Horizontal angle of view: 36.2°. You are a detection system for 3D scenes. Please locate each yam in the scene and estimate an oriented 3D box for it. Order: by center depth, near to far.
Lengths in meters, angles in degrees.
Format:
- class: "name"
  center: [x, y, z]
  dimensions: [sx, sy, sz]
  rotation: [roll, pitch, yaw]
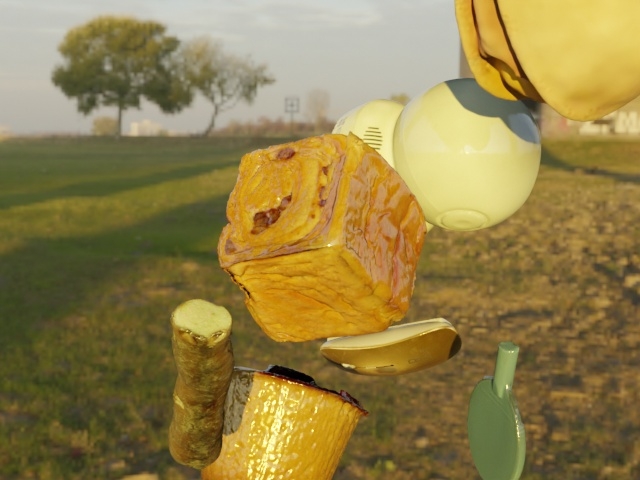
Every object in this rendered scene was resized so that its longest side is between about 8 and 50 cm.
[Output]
- class: "yam"
  center: [-0.115, 0.142, 0.941]
  dimensions: [0.061, 0.061, 0.253]
  rotation: [5, -39, -6]

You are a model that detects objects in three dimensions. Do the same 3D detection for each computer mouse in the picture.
- class: "computer mouse"
  center: [0.098, 0.155, 1.370]
  dimensions: [0.199, 0.045, 0.102]
  rotation: [-12, -34, 17]

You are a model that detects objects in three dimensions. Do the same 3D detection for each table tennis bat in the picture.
- class: "table tennis bat"
  center: [0.172, 0.170, 0.951]
  dimensions: [0.019, 0.155, 0.100]
  rotation: [-4, 23, -18]

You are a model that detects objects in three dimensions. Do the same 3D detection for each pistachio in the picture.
- class: "pistachio"
  center: [0.216, -0.267, 0.854]
  dimensions: [0.230, 0.309, 0.230]
  rotation: [2, 19, -1]

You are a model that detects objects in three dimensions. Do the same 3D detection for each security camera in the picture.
- class: "security camera"
  center: [0.152, -0.104, 1.203]
  dimensions: [0.236, 0.194, 0.194]
  rotation: [-15, -5, 36]

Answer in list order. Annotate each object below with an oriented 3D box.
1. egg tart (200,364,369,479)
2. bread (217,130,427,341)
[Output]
- class: "egg tart"
  center: [-0.056, 0.247, 1.247]
  dimensions: [0.215, 0.171, 0.215]
  rotation: [14, -15, 4]
- class: "bread"
  center: [0.000, 0.000, 0.912]
  dimensions: [0.158, 0.149, 0.143]
  rotation: [-2, -35, 32]
